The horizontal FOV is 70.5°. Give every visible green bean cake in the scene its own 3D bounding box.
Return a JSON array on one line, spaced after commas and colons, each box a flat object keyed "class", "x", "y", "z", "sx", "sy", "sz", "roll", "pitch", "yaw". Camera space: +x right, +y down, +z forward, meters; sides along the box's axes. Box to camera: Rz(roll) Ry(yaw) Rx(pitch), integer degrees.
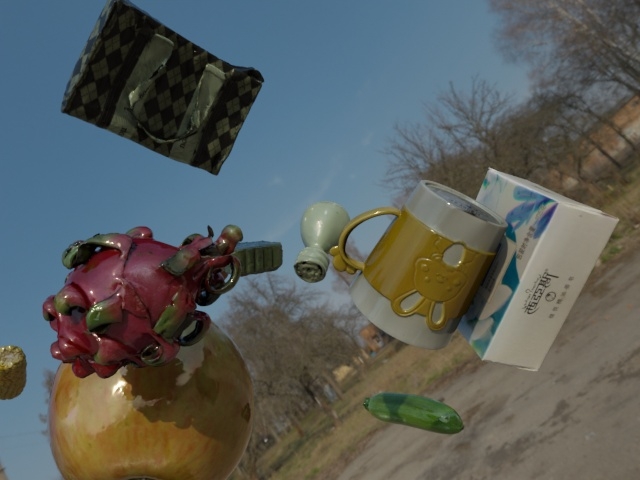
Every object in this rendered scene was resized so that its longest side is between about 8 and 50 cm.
[{"class": "green bean cake", "x": -0.235, "y": 0.051, "z": 1.450, "sx": 0.184, "sy": 0.094, "sz": 0.185, "roll": -10, "pitch": 13, "yaw": -36}]

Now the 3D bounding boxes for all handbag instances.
[{"class": "handbag", "x": -0.376, "y": -0.382, "z": 1.146, "sx": 0.416, "sy": 0.180, "sz": 0.316, "roll": 22, "pitch": -67, "yaw": -39}]

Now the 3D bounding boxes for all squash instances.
[{"class": "squash", "x": 0.293, "y": 0.569, "z": 1.519, "sx": 0.107, "sy": 0.107, "sz": 0.395, "roll": -26, "pitch": 11, "yaw": -41}]

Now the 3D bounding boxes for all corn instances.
[{"class": "corn", "x": -0.895, "y": 0.379, "z": 1.290, "sx": 0.102, "sy": 0.101, "sz": 0.310, "roll": -26, "pitch": -17, "yaw": -41}]

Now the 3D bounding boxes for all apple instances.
[{"class": "apple", "x": -0.327, "y": 0.331, "z": 0.902, "sx": 0.391, "sy": 0.392, "sz": 0.346, "roll": -46, "pitch": 27, "yaw": 24}]

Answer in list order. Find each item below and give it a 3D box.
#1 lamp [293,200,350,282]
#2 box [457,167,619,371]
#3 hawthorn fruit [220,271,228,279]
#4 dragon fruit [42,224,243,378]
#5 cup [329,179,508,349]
[{"class": "lamp", "x": 0.000, "y": 0.000, "z": 0.904, "sx": 0.106, "sy": 0.106, "sz": 0.192, "roll": -54, "pitch": 13, "yaw": 43}, {"class": "box", "x": 0.323, "y": 0.042, "z": 0.764, "sx": 0.203, "sy": 0.116, "sz": 0.274, "roll": -109, "pitch": 35, "yaw": -67}, {"class": "hawthorn fruit", "x": -0.382, "y": 0.119, "z": 1.702, "sx": 0.093, "sy": 0.081, "sz": 0.081, "roll": -29, "pitch": -18, "yaw": -29}, {"class": "dragon fruit", "x": -0.247, "y": 0.081, "z": 0.663, "sx": 0.273, "sy": 0.218, "sz": 0.198, "roll": -4, "pitch": -53, "yaw": -31}, {"class": "cup", "x": 0.145, "y": 0.024, "z": 0.710, "sx": 0.185, "sy": 0.241, "sz": 0.226, "roll": -84, "pitch": 19, "yaw": -68}]
